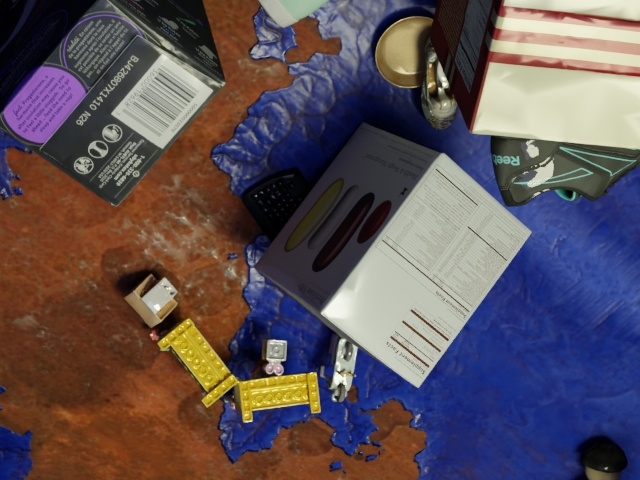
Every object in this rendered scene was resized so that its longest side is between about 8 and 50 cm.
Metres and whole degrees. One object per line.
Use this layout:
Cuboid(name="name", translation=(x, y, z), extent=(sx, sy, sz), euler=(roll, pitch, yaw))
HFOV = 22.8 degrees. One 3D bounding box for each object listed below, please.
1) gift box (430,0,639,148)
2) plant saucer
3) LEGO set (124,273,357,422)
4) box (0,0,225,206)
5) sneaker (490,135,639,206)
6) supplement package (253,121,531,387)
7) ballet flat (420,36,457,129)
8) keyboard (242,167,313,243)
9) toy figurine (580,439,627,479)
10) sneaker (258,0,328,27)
Cuboid(name="gift box", translation=(0.271, -0.245, 1.508), extent=(0.258, 0.255, 0.276), euler=(6, 126, -12))
Cuboid(name="plant saucer", translation=(0.098, -0.203, 1.692), extent=(0.083, 0.015, 0.083), euler=(-5, 122, -9))
Cuboid(name="LEGO set", translation=(-0.105, 0.138, 1.833), extent=(0.287, 0.107, 0.132), euler=(18, 81, -15))
Cuboid(name="box", translation=(-0.205, -0.184, 1.494), extent=(0.143, 0.270, 0.165), euler=(36, 109, -27))
Cuboid(name="sneaker", translation=(0.285, -0.100, 1.655), extent=(0.267, 0.101, 0.106), euler=(-8, 102, -26))
Cuboid(name="supplement package", translation=(0.072, 0.010, 1.677), extent=(0.149, 0.194, 0.203), euler=(39, 85, -27))
Cuboid(name="ballet flat", translation=(0.128, -0.163, 1.690), extent=(0.041, 0.041, 0.114), euler=(-8, 122, -6))
Cuboid(name="keyboard", translation=(0.000, 0.000, 1.784), extent=(0.100, 0.038, 0.192), euler=(-32, 122, 8))
Cuboid(name="toy figurine", translation=(0.436, 0.344, 1.979), extent=(0.209, 0.213, 0.148), euler=(1, 104, -16))
Cuboid(name="sneaker", translation=(-0.041, -0.337, 1.537), extent=(0.151, 0.094, 0.256), euler=(-29, 132, 14))
